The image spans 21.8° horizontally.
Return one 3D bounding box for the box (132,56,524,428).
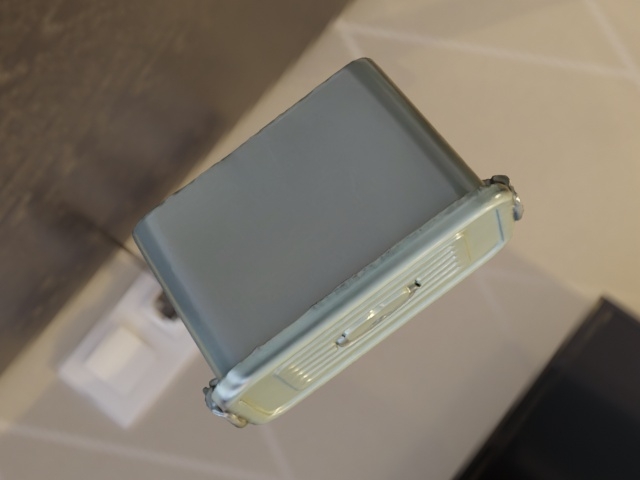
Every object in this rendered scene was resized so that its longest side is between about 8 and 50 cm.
[{"bbox_3d":[0.000,0.000,0.554,0.122,0.069,0.084,-36,167,0],"label":"box"}]
